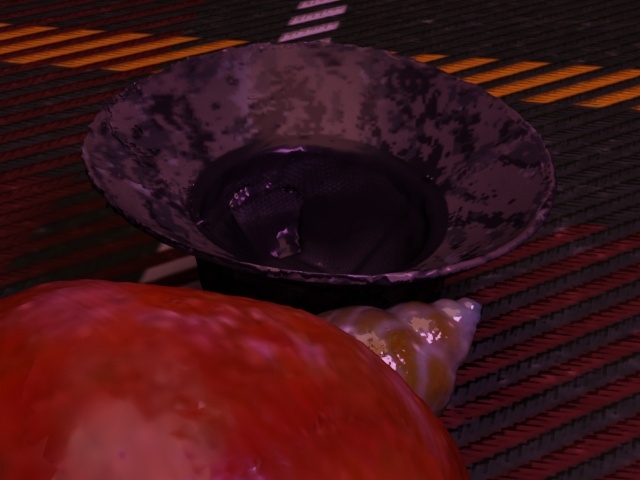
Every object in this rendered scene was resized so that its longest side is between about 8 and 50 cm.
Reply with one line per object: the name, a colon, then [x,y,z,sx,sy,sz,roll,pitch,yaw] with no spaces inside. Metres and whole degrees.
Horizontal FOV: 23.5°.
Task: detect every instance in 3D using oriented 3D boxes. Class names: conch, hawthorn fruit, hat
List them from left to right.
hawthorn fruit: [-0.086,0.116,0.528,0.242,0.242,0.271,-25,34,-39]
conch: [-0.021,0.085,0.711,0.173,0.106,0.116,-1,5,27]
hat: [0.000,0.000,0.837,0.265,0.128,0.265,-1,30,0]
